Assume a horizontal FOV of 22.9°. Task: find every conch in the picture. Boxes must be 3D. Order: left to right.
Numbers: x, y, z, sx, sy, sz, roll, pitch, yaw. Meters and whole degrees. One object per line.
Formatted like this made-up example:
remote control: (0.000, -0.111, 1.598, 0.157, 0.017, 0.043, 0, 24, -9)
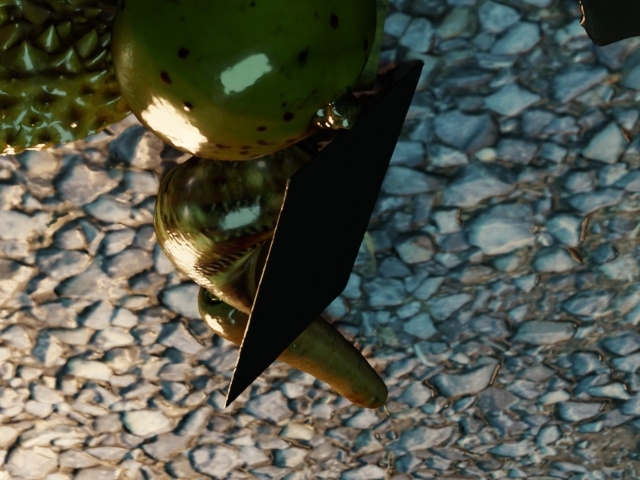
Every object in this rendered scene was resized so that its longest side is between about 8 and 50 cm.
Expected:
conch: (-0.060, -0.034, 1.354, 0.187, 0.124, 0.181, -11, 139, -57)

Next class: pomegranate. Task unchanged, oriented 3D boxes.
pomegranate: (-0.083, -0.158, 1.126, 0.246, 0.198, 0.198, 13, 135, -13)

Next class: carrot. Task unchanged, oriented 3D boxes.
carrot: (-0.009, 0.108, 1.555, 0.078, 0.078, 0.298, -29, 136, 24)

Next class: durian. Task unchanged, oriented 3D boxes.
durian: (-0.269, -0.151, 1.196, 0.260, 0.154, 0.186, -17, 107, 10)

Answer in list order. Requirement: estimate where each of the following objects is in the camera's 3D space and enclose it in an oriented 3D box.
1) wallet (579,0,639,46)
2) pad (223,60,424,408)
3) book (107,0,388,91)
wallet: (0.338, -0.233, 1.235, 0.285, 0.030, 0.146, -12, 141, 10)
pad: (0.000, 0.000, 1.363, 0.005, 0.202, 0.300, 34, 139, 15)
book: (-0.061, -0.186, 1.250, 0.228, 0.024, 0.160, 2, 136, -7)
